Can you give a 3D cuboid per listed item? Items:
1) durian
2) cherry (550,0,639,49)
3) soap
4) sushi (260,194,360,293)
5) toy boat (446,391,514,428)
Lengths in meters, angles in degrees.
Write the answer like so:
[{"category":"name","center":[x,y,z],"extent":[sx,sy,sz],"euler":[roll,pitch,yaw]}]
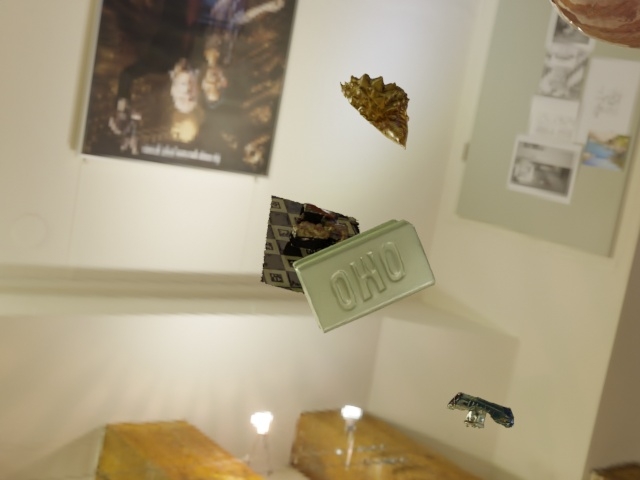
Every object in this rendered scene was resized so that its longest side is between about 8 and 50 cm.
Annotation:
[{"category":"durian","center":[0.115,-0.227,1.581],"extent":[0.140,0.078,0.224],"euler":[35,-165,-38]},{"category":"cherry","center":[0.349,-0.312,0.962],"extent":[0.239,0.239,0.206],"euler":[9,146,-7]},{"category":"soap","center":[0.069,0.053,1.468],"extent":[0.198,0.119,0.066],"euler":[-24,-170,-8]},{"category":"sushi","center":[0.000,0.000,1.644],"extent":[0.192,0.043,0.280],"euler":[16,-146,-10]},{"category":"toy boat","center":[0.175,0.191,1.018],"extent":[0.083,0.038,0.038],"euler":[13,-172,40]}]
